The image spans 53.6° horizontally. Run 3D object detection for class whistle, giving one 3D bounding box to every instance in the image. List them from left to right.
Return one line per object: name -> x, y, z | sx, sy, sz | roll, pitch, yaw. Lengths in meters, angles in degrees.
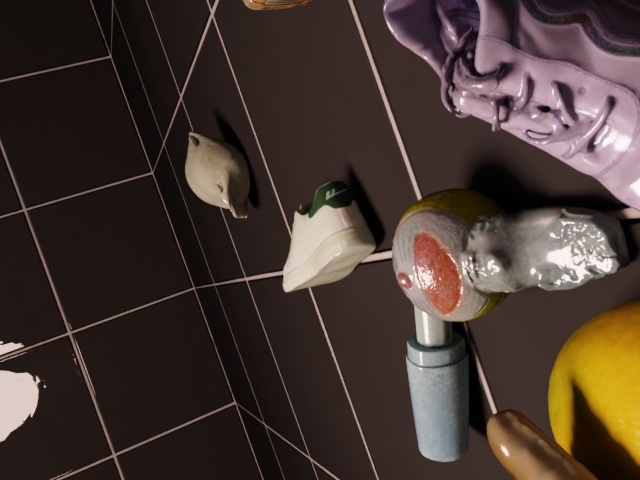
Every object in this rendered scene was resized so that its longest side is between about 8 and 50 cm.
whistle -> 0.139, 0.013, 0.530 | 0.223, 0.123, 0.122 | -5, 105, 55

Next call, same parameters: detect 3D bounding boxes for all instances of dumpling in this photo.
dumpling -> -0.198, -0.131, 1.294 | 0.151, 0.124, 0.228 | 32, -150, -58

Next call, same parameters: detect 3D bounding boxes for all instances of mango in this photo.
mango -> 0.230, 0.117, 0.385 | 0.176, 0.119, 0.317 | 63, 169, 5

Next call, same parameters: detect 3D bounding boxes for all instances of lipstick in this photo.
lipstick -> 0.129, 0.113, 0.708 | 0.061, 0.068, 0.273 | -143, 44, -69

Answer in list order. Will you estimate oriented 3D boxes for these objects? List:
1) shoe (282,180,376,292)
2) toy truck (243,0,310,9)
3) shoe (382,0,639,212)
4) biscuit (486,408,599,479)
shoe -> 0.000, 0.000, 0.917 | 0.265, 0.095, 0.110 | -38, 68, 64
toy truck -> -0.049, -0.384, 0.650 | 0.140, 0.108, 0.256 | -6, 101, 56
shoe -> 0.142, -0.092, 0.369 | 0.245, 0.138, 0.095 | 61, 163, 25
biscuit -> 0.233, 0.253, 0.413 | 0.324, 0.044, 0.217 | 52, 172, -33
